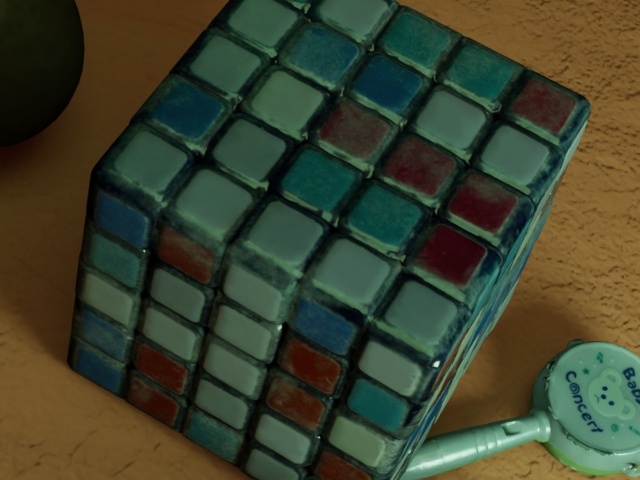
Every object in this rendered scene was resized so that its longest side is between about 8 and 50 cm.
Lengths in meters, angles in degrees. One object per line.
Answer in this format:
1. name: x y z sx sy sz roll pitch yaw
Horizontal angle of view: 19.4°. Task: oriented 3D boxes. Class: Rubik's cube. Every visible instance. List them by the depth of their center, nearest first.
1. Rubik's cube: 0.000 0.000 1.457 0.292 0.293 0.287 30 55 8

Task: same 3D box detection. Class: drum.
1. drum: 0.172 0.141 1.584 0.253 0.049 0.130 1 60 -14

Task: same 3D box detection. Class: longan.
1. longan: -0.301 -0.177 1.544 0.220 0.196 0.196 15 56 -3
